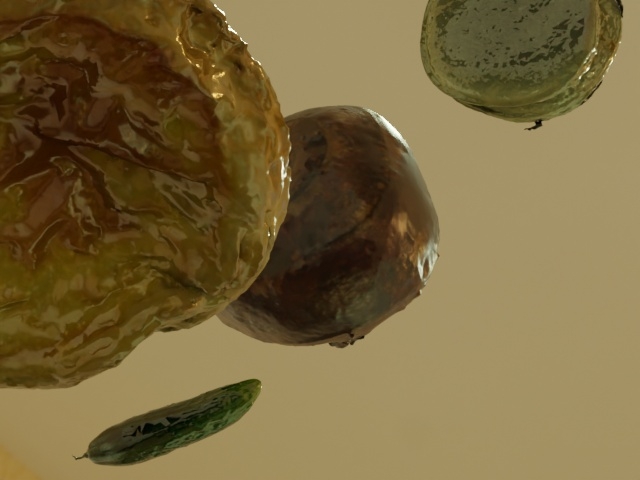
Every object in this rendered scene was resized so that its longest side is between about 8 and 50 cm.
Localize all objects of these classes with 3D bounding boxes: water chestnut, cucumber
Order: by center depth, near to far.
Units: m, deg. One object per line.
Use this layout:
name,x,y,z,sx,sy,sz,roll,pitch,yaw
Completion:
cucumber,-0.124,0.152,1.233,0.168,0.039,0.039,-21,-51,5
water chestnut,0.000,0.000,1.307,0.223,0.224,0.238,-17,-60,23

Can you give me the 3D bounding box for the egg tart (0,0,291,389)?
egg tart,-0.132,-0.036,0.680,0.241,0.106,0.241,-5,-51,-6

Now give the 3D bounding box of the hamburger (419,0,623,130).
hamburger,0.143,-0.148,1.107,0.140,0.133,0.062,2,-22,24
